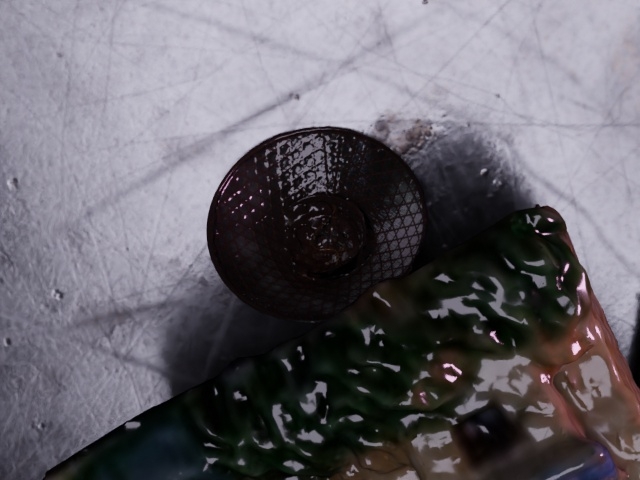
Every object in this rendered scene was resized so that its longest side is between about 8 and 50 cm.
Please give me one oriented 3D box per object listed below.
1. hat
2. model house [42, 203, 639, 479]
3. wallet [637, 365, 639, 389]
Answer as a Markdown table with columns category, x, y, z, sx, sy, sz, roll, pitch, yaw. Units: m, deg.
| category | x | y | z | sx | sy | sz | roll | pitch | yaw |
| --- | --- | --- | --- | --- | --- | --- | --- | --- | --- |
| hat | 0.000 | 0.000 | 1.158 | 0.193 | 0.082 | 0.193 | -3 | 63 | 5 |
| model house | 0.088 | 0.251 | 0.990 | 0.445 | 0.395 | 0.400 | -29 | 81 | 8 |
| wallet | 0.342 | 0.183 | 1.194 | 0.133 | 0.039 | 0.243 | 5 | 101 | -4 |
